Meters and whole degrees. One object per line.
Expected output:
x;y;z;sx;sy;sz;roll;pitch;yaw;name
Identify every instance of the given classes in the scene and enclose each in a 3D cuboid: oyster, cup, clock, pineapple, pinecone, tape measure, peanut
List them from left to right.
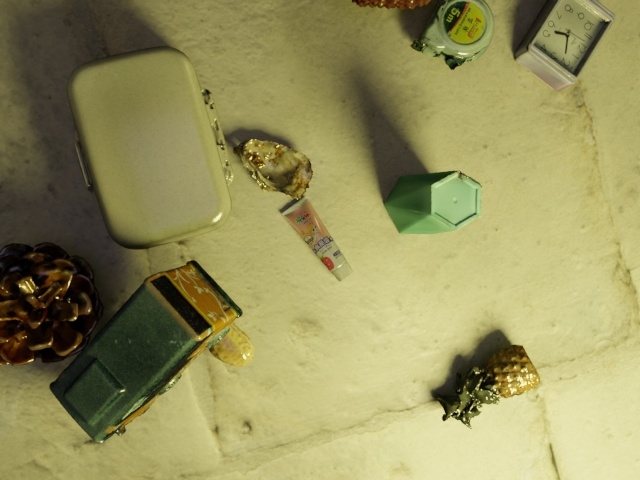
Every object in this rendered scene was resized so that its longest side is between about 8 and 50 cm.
-0.516;0.123;0.952;0.244;0.309;0.244;-4;98;-35;pinecone
-0.212;0.197;1.091;0.080;0.080;0.174;-43;93;-5;peanut
-0.102;-0.154;1.103;0.177;0.056;0.105;18;83;-9;oyster
0.236;-0.078;1.065;0.134;0.236;0.148;28;86;-9;cup
0.334;-0.535;1.139;0.164;0.084;0.330;30;88;-10;tape measure
0.369;0.331;1.166;0.237;0.111;0.119;-29;64;2;pineapple
0.549;-0.456;1.179;0.145;0.073;0.193;32;87;-7;clock

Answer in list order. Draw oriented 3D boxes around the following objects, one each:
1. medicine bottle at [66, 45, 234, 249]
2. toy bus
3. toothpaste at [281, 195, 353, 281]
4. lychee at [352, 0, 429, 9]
-0.332;-0.179;1.034;0.282;0.123;0.375;-15;95;-6;medicine bottle
-0.324;0.205;0.977;0.162;0.194;0.323;46;103;5;toy bus
0.000;0.000;1.132;0.067;0.043;0.194;-37;91;-2;toothpaste
0.146;-0.578;1.042;0.271;0.271;0.271;0;92;-8;lychee
